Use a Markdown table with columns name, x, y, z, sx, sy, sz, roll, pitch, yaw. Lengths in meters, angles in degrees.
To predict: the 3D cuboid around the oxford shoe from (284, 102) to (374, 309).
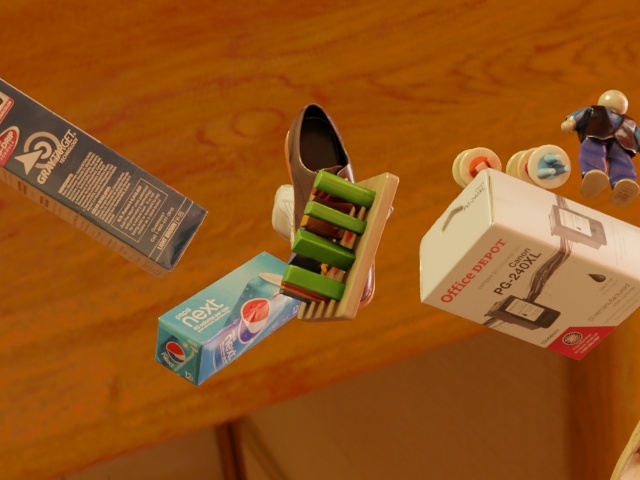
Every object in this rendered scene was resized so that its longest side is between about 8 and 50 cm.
| name | x | y | z | sx | sy | sz | roll | pitch | yaw |
| --- | --- | --- | --- | --- | --- | --- | --- | --- | --- |
| oxford shoe | 0.008 | -0.044 | 1.641 | 0.097 | 0.098 | 0.271 | -15 | 73 | -8 |

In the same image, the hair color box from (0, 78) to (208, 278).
| name | x | y | z | sx | sy | sz | roll | pitch | yaw |
| --- | --- | --- | --- | --- | --- | --- | --- | --- | --- |
| hair color box | -0.335 | -0.083 | 1.787 | 0.347 | 0.174 | 0.105 | 32 | 79 | -8 |

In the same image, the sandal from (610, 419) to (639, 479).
| name | x | y | z | sx | sy | sz | roll | pitch | yaw |
| --- | --- | --- | --- | --- | --- | --- | --- | --- | --- |
| sandal | 0.320 | 0.195 | 1.164 | 0.088 | 0.079 | 0.240 | 16 | 90 | -56 |

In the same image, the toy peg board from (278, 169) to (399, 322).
| name | x | y | z | sx | sy | sz | roll | pitch | yaw |
| --- | --- | --- | --- | --- | --- | --- | --- | --- | --- |
| toy peg board | 0.000 | 0.000 | 1.409 | 0.079 | 0.160 | 0.161 | 22 | 80 | -16 |

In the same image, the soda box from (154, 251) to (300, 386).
| name | x | y | z | sx | sy | sz | roll | pitch | yaw |
| --- | --- | --- | --- | --- | --- | --- | --- | --- | --- |
| soda box | -0.109 | 0.093 | 1.597 | 0.210 | 0.071 | 0.067 | -34 | 143 | -46 |

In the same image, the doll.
| name | x | y | z | sx | sy | sz | roll | pitch | yaw |
| --- | --- | --- | --- | --- | --- | --- | --- | --- | --- |
| doll | 0.353 | -0.116 | 1.562 | 0.129 | 0.189 | 0.046 | 17 | 132 | -3 |

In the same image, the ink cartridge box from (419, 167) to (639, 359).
| name | x | y | z | sx | sy | sz | roll | pitch | yaw |
| --- | --- | --- | --- | --- | --- | --- | --- | --- | --- |
| ink cartridge box | 0.165 | 0.021 | 1.001 | 0.150 | 0.063 | 0.109 | 20 | 136 | -17 |

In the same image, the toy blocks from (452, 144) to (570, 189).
| name | x | y | z | sx | sy | sz | roll | pitch | yaw |
| --- | --- | --- | --- | --- | --- | --- | --- | --- | --- |
| toy blocks | 0.231 | -0.087 | 1.549 | 0.123 | 0.148 | 0.054 | 0 | 90 | -6 |

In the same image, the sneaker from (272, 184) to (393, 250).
| name | x | y | z | sx | sy | sz | roll | pitch | yaw |
| --- | --- | --- | --- | --- | --- | --- | --- | --- | --- |
| sneaker | -0.007 | -0.010 | 1.888 | 0.111 | 0.297 | 0.129 | 21 | 82 | -21 |
